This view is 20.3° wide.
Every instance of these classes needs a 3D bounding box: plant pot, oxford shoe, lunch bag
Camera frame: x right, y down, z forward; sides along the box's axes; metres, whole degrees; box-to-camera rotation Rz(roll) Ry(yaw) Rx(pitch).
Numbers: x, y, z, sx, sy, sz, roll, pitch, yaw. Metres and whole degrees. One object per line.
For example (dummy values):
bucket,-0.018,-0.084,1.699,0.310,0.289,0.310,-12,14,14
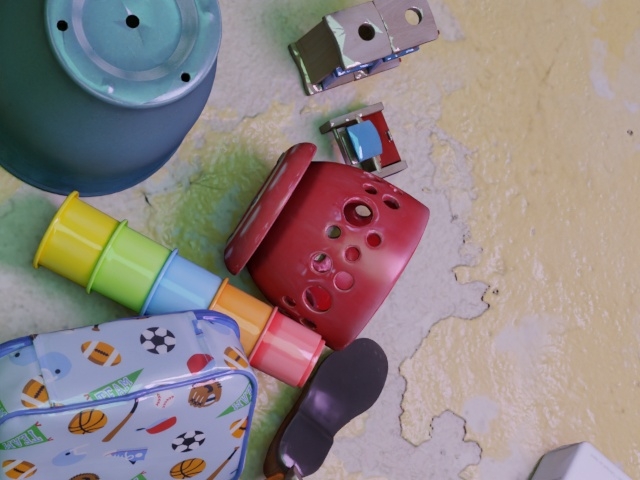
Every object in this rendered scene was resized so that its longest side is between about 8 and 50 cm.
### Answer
plant pot,0.000,0.000,1.959,0.174,0.191,0.191,32,72,-3
oxford shoe,0.000,0.187,1.992,0.076,0.076,0.212,47,53,-6
lunch bag,-0.222,0.192,1.828,0.303,0.243,0.115,-7,49,-20
plant pot,-0.226,-0.199,1.866,0.271,0.255,0.272,3,81,-20

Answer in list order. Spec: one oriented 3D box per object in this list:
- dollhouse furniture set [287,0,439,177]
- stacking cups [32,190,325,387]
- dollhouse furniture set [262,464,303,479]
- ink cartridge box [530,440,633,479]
dollhouse furniture set,0.072,-0.172,2.038,0.129,0.129,0.184,-21,88,-22
stacking cups,-0.150,0.066,1.903,0.316,0.096,0.096,30,72,-1
dollhouse furniture set,-0.093,0.391,1.879,0.262,0.135,0.259,-27,91,1
ink cartridge box,0.311,0.468,2.007,0.308,0.091,0.385,41,59,-11
